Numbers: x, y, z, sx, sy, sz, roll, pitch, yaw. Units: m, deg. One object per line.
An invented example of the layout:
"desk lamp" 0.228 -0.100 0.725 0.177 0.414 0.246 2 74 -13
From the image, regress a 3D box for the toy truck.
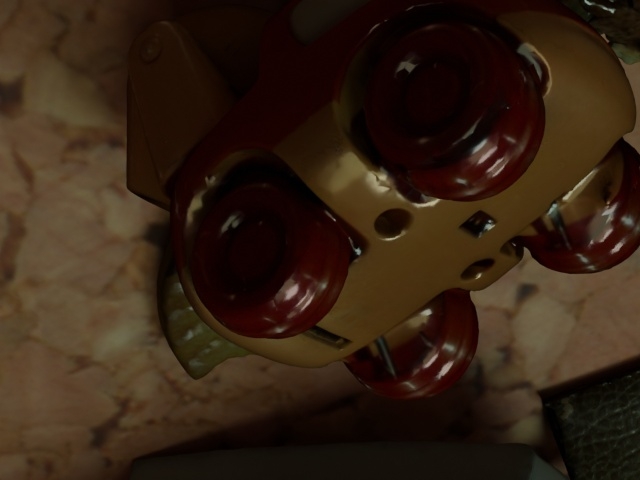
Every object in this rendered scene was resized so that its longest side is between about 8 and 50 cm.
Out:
"toy truck" 0.017 -0.061 0.879 0.265 0.239 0.189 -37 145 19

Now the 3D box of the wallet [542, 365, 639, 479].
"wallet" 0.294 0.135 1.207 0.243 0.132 0.039 -21 173 3

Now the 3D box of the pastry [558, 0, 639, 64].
"pastry" 0.161 -0.207 0.838 0.256 0.170 0.237 -12 144 45

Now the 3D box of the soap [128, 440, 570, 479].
"soap" 0.061 0.345 1.202 0.350 0.213 0.435 -11 135 21

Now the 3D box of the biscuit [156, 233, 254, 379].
"biscuit" 0.000 -0.001 1.065 0.229 0.031 0.176 -18 132 -1
